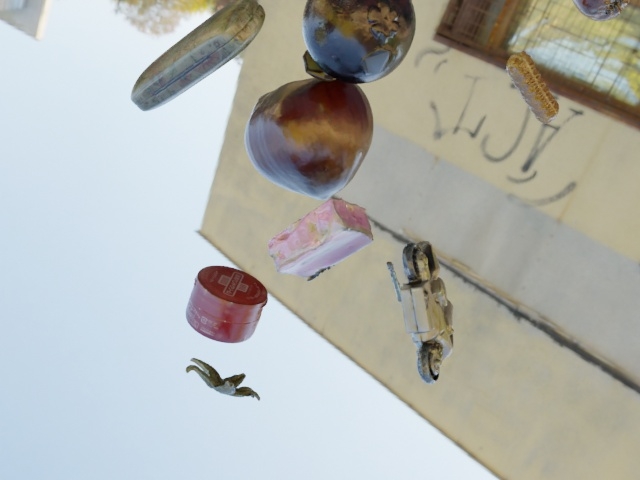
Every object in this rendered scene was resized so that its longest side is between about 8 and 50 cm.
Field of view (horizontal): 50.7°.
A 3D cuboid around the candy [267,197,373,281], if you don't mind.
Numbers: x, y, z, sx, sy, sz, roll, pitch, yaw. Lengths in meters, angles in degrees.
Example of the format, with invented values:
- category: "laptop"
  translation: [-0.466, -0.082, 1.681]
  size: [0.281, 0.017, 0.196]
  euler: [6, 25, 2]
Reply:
- category: "candy"
  translation: [0.000, 0.000, 1.820]
  size: [0.155, 0.265, 0.116]
  euler: [17, -130, -46]

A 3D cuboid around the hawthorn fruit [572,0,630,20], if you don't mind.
- category: "hawthorn fruit"
  translation: [0.683, -0.636, 1.667]
  size: [0.189, 0.149, 0.149]
  euler: [56, -149, 13]

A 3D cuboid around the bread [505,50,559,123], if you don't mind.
- category: "bread"
  translation: [0.411, -0.294, 1.306]
  size: [0.157, 0.052, 0.044]
  euler: [49, -176, -22]

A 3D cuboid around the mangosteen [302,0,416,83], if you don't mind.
- category: "mangosteen"
  translation: [0.092, -0.536, 1.702]
  size: [0.311, 0.311, 0.311]
  euler: [19, -159, -8]

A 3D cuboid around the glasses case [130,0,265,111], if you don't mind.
- category: "glasses case"
  translation: [-0.289, -0.419, 1.547]
  size: [0.098, 0.425, 0.156]
  euler: [45, -133, -27]

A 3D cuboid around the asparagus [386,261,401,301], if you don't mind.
- category: "asparagus"
  translation: [0.228, 0.124, 2.063]
  size: [0.025, 0.024, 0.248]
  euler: [37, 164, 32]

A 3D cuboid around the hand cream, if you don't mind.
- category: "hand cream"
  translation: [-0.239, 0.161, 1.710]
  size: [0.193, 0.125, 0.193]
  euler: [19, -157, -8]

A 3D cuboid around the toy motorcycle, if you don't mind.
- category: "toy motorcycle"
  translation: [0.267, 0.170, 1.663]
  size: [0.107, 0.341, 0.223]
  euler: [-10, 177, 28]

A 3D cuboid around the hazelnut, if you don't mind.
- category: "hazelnut"
  translation: [-0.039, -0.301, 1.948]
  size: [0.359, 0.359, 0.409]
  euler: [10, 168, -28]

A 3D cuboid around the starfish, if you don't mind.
- category: "starfish"
  translation: [-0.233, 0.313, 1.542]
  size: [0.176, 0.053, 0.208]
  euler: [30, 175, 33]
